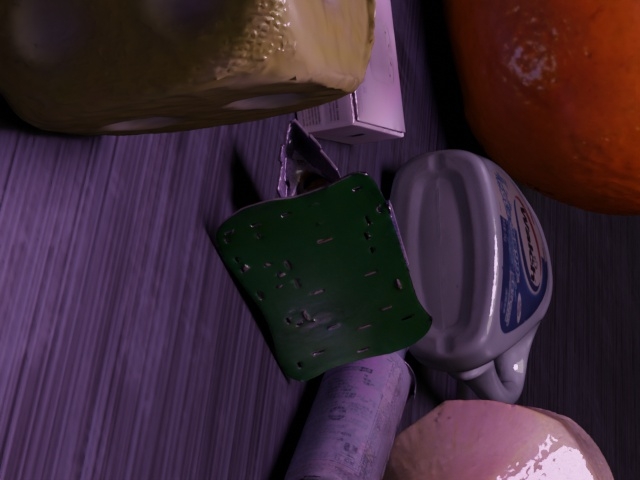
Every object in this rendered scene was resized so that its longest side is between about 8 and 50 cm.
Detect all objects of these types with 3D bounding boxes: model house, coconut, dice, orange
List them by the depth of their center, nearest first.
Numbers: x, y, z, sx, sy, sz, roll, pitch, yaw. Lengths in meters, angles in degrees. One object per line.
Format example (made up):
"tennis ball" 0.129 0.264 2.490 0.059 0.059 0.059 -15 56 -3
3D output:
"dice" -0.076 -0.146 0.869 0.169 0.169 0.166 2 81 -71
"model house" 0.000 0.000 1.145 0.088 0.117 0.167 -101 167 -49
"coconut" 0.124 0.227 1.245 0.237 0.197 0.236 -2 90 -75
"orange" 0.300 -0.221 1.726 0.424 0.326 0.424 40 35 -37

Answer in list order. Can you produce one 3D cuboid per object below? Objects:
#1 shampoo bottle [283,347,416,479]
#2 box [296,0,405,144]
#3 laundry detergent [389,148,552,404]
"shampoo bottle" 0.024 0.131 1.192 0.214 0.072 0.072 -66 143 -56
"box" 0.020 -0.146 1.316 0.129 0.051 0.130 3 81 -71
"laundry detergent" 0.149 0.044 1.526 0.280 0.105 0.214 38 46 -65
